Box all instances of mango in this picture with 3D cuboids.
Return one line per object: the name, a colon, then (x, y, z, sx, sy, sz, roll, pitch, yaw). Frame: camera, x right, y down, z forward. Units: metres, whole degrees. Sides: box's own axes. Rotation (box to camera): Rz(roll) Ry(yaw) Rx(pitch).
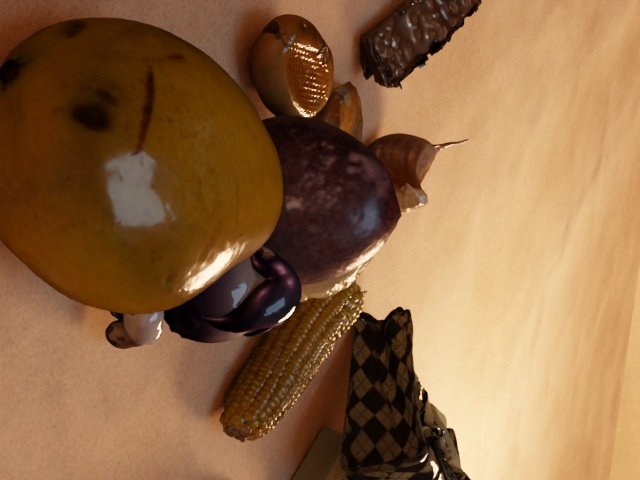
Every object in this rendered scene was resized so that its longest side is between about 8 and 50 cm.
mango: (-0.169, -0.069, 1.578, 0.445, 0.220, 0.301, 15, 62, -59)

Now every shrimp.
shrimp: (0.033, -0.088, 2.217, 0.164, 0.062, 0.317, -58, 154, -45)

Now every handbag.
handbag: (0.145, 0.331, 2.509, 0.416, 0.180, 0.317, 65, 17, -50)

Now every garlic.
garlic: (0.129, -0.109, 2.316, 0.198, 0.128, 0.090, -47, 137, -53)

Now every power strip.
power strip: (-0.049, 0.463, 2.383, 0.385, 0.062, 0.091, -58, 149, -31)

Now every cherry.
cherry: (-0.030, -0.049, 1.930, 0.183, 0.266, 0.213, -13, 106, -80)

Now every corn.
corn: (-0.038, 0.155, 2.169, 0.313, 0.102, 0.102, -56, 150, -33)

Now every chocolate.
chocolate: (0.149, -0.327, 2.304, 0.329, 0.065, 0.102, -46, 125, -46)

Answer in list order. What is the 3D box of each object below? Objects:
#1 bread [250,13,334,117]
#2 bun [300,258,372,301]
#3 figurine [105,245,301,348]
bread: (-0.040, -0.221, 1.957, 0.114, 0.077, 0.189, -46, 150, -9)
bun: (0.000, 0.000, 2.070, 0.188, 0.164, 0.111, -66, 152, -16)
figurine: (-0.131, 0.058, 1.779, 0.222, 0.145, 0.145, -14, 123, -25)
